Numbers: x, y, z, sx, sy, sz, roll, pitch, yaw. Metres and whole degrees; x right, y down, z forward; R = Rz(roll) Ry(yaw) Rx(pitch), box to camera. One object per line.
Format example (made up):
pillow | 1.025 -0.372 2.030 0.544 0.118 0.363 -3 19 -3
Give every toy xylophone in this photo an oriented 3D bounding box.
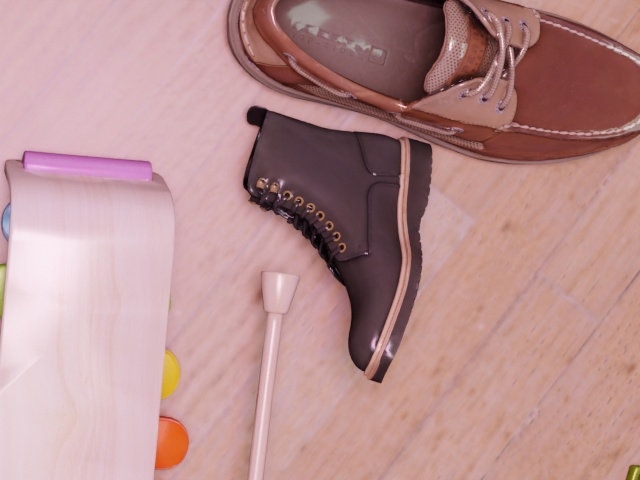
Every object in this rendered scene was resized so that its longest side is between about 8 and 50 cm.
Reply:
toy xylophone | -0.148 0.102 1.342 0.236 0.081 0.322 13 89 -15

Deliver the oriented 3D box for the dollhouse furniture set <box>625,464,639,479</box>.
dollhouse furniture set | 0.260 0.214 1.419 0.058 0.076 0.151 17 88 -9

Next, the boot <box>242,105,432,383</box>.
boot | 0.000 0.000 1.342 0.137 0.077 0.198 15 50 -10

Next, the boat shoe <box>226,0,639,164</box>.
boat shoe | 0.095 -0.125 1.359 0.324 0.116 0.123 8 90 -10
